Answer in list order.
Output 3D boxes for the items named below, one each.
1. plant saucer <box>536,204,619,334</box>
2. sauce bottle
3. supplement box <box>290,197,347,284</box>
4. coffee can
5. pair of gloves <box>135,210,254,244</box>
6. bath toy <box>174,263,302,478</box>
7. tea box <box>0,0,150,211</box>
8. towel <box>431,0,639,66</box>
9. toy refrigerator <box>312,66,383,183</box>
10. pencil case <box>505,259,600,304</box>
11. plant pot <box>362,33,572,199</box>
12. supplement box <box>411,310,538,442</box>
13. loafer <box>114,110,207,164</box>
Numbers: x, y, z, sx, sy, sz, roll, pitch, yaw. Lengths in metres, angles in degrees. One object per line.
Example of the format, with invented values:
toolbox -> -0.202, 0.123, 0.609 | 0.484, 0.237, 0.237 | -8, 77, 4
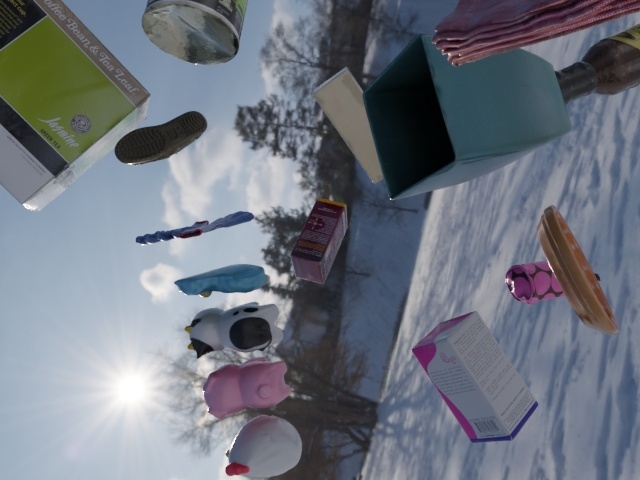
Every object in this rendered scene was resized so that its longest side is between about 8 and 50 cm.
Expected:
plant saucer -> 0.364, 0.044, 0.825 | 0.200, 0.037, 0.200 | 44, -149, -35
sauce bottle -> 0.585, -0.344, 1.081 | 0.111, 0.345, 0.111 | 157, 90, -87
supplement box -> 0.000, 0.000, 1.443 | 0.104, 0.081, 0.188 | 82, -153, -54
coffee can -> -0.248, -0.546, 1.213 | 0.201, 0.202, 0.275 | 75, -158, -73
pair of gloves -> -0.215, -0.024, 1.002 | 0.159, 0.198, 0.023 | -25, -77, -59
bath toy -> -0.133, 0.217, 0.912 | 0.129, 0.151, 0.348 | -16, -86, -47
tea box -> -0.572, -0.286, 1.136 | 0.323, 0.329, 0.220 | -45, 12, -14
towel -> 0.214, -0.287, 0.390 | 0.237, 0.037, 0.328 | 10, 74, 64
toy refrigerator -> 0.100, -0.286, 1.425 | 0.269, 0.102, 0.094 | 52, -165, -17
pencil case -> 0.521, 0.092, 1.298 | 0.095, 0.209, 0.098 | 161, 103, -65
plant pot -> 0.212, -0.170, 0.794 | 0.166, 0.234, 0.165 | -31, 71, 64
supplement box -> 0.296, 0.264, 1.110 | 0.114, 0.220, 0.111 | -34, 0, -36
loafer -> -0.245, -0.152, 0.893 | 0.056, 0.148, 0.050 | 63, 162, 10
